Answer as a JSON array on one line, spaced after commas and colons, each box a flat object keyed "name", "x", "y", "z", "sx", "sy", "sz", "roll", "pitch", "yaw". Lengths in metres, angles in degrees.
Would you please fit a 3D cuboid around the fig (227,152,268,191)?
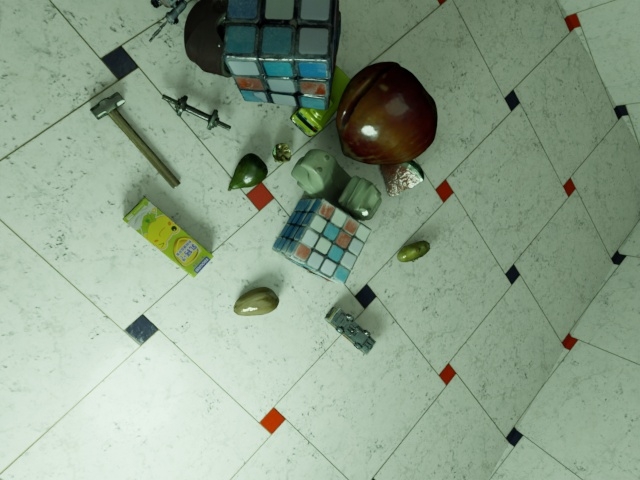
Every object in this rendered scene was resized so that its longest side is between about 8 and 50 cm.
[{"name": "fig", "x": -0.286, "y": -0.247, "z": 1.547, "sx": 0.177, "sy": 0.117, "sz": 0.117, "roll": -44, "pitch": 109, "yaw": -5}]

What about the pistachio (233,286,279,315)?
[{"name": "pistachio", "x": -0.252, "y": 0.246, "z": 1.592, "sx": 0.186, "sy": 0.126, "sz": 0.108, "roll": -8, "pitch": 54, "yaw": -21}]

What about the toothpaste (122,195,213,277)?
[{"name": "toothpaste", "x": -0.544, "y": -0.009, "z": 1.453, "sx": 0.327, "sy": 0.077, "sz": 0.110, "roll": 45, "pitch": 75, "yaw": -20}]

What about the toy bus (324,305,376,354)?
[{"name": "toy bus", "x": 0.130, "y": 0.392, "z": 1.769, "sx": 0.268, "sy": 0.106, "sz": 0.092, "roll": 44, "pitch": 76, "yaw": -23}]

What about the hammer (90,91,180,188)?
[{"name": "hammer", "x": -0.628, "y": -0.336, "z": 1.419, "sx": 0.111, "sy": 0.043, "sz": 0.365, "roll": -44, "pitch": 111, "yaw": -17}]

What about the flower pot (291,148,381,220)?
[{"name": "flower pot", "x": 0.057, "y": -0.219, "z": 1.617, "sx": 0.368, "sy": 0.254, "sz": 0.164, "roll": 33, "pitch": 80, "yaw": -21}]

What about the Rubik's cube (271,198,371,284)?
[{"name": "Rubik's cube", "x": 0.000, "y": 0.000, "z": 1.602, "sx": 0.253, "sy": 0.256, "sz": 0.259, "roll": 34, "pitch": 80, "yaw": -22}]

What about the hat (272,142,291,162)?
[{"name": "hat", "x": -0.161, "y": -0.349, "z": 1.616, "sx": 0.076, "sy": 0.059, "sz": 0.077, "roll": -21, "pitch": 108, "yaw": -38}]

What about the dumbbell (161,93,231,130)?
[{"name": "dumbbell", "x": -0.446, "y": -0.464, "z": 1.467, "sx": 0.254, "sy": 0.082, "sz": 0.081, "roll": 22, "pitch": 84, "yaw": -24}]

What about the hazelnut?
[{"name": "hazelnut", "x": 0.269, "y": -0.469, "z": 1.579, "sx": 0.402, "sy": 0.429, "sz": 0.402, "roll": -1, "pitch": 86, "yaw": 18}]

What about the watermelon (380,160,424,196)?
[{"name": "watermelon", "x": 0.353, "y": -0.307, "z": 1.822, "sx": 0.207, "sy": 0.136, "sz": 0.202, "roll": 15, "pitch": 81, "yaw": -10}]

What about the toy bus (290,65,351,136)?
[{"name": "toy bus", "x": 0.010, "y": -0.558, "z": 1.628, "sx": 0.128, "sy": 0.150, "sz": 0.262, "roll": 40, "pitch": 77, "yaw": -20}]

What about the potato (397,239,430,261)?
[{"name": "potato", "x": 0.444, "y": 0.051, "z": 1.895, "sx": 0.188, "sy": 0.105, "sz": 0.085, "roll": -20, "pitch": 83, "yaw": -35}]

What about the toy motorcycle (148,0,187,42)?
[{"name": "toy motorcycle", "x": -0.484, "y": -0.851, "z": 1.363, "sx": 0.401, "sy": 0.207, "sz": 0.134, "roll": -52, "pitch": 136, "yaw": -12}]

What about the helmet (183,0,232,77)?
[{"name": "helmet", "x": -0.376, "y": -0.733, "z": 1.420, "sx": 0.177, "sy": 0.225, "sz": 0.305, "roll": 7, "pitch": 85, "yaw": 7}]

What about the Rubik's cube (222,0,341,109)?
[{"name": "Rubik's cube", "x": -0.116, "y": -0.689, "z": 1.386, "sx": 0.363, "sy": 0.359, "sz": 0.362, "roll": 7, "pitch": 83, "yaw": 5}]
